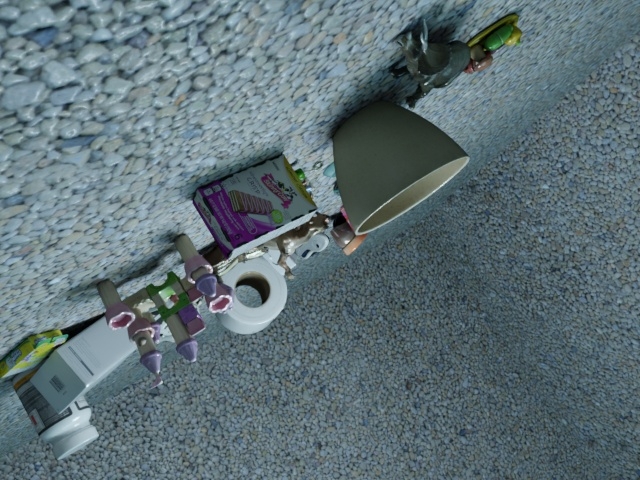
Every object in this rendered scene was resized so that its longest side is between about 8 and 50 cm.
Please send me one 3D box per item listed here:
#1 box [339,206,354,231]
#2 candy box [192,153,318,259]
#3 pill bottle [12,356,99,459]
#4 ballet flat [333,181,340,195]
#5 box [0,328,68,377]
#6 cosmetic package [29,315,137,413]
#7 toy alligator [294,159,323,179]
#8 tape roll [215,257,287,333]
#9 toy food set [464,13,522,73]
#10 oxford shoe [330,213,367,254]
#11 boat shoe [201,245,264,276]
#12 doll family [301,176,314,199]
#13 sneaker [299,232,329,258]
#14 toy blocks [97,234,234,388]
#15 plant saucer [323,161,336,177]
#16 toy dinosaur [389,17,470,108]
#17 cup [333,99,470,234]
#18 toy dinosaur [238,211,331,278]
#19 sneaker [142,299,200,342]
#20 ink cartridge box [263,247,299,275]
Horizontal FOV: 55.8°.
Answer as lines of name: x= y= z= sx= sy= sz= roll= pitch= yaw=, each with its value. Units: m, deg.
box: x=0.214 y=-0.145 z=2.288 sx=0.257 sy=0.128 sz=0.122 roll=-39 pitch=169 yaw=36
candy box: x=-0.144 y=-0.079 z=1.357 sx=0.233 sy=0.159 sz=0.071 roll=-28 pitch=171 yaw=-31
pill bottle: x=-0.798 y=0.505 z=1.833 sx=0.162 sy=0.278 sz=0.162 roll=-31 pitch=170 yaw=-6
ballet flat: x=0.109 y=-0.187 z=1.978 sx=0.188 sy=0.070 sz=0.070 roll=-20 pitch=165 yaw=-46
box: x=-0.759 y=0.293 z=1.598 sx=0.179 sy=0.043 sz=0.105 roll=-35 pitch=170 yaw=22
cosmetic package: x=-0.674 y=0.347 z=1.747 sx=0.224 sy=0.138 sz=0.224 roll=-40 pitch=180 yaw=37
toy alligator: x=-0.082 y=-0.154 z=1.522 sx=0.189 sy=0.056 sz=0.051 roll=-32 pitch=-147 yaw=-13
tape roll: x=-0.254 y=0.196 z=2.148 sx=0.246 sy=0.246 sz=0.169 roll=-28 pitch=169 yaw=-24
toy food set: x=0.410 y=-0.461 z=1.487 sx=0.218 sy=0.071 sz=0.128 roll=-33 pitch=171 yaw=1
oxford shoe: x=0.134 y=-0.074 z=2.466 sx=0.130 sy=0.133 sz=0.364 roll=-45 pitch=-176 yaw=25
boat shoe: x=-0.274 y=0.027 z=1.759 sx=0.257 sy=0.095 sz=0.095 roll=-28 pitch=135 yaw=-24
doll family: x=-0.075 y=-0.117 z=1.674 sx=0.111 sy=0.076 sz=0.193 roll=-27 pitch=165 yaw=-5
sneaker: x=0.000 y=0.000 z=2.521 sx=0.121 sy=0.079 sz=0.217 roll=-30 pitch=179 yaw=-35
toy blocks: x=-0.352 y=0.203 z=1.550 sx=0.288 sy=0.260 sz=0.309 roll=-32 pitch=149 yaw=-8
plant saucer: x=0.063 y=-0.216 z=1.757 sx=0.119 sy=0.021 sz=0.119 roll=-31 pitch=171 yaw=-6
toy dinosaur: x=0.257 y=-0.373 z=1.295 sx=0.313 sy=0.121 sz=0.160 roll=-17 pitch=176 yaw=-45
cup: x=0.164 y=-0.202 z=1.496 sx=0.331 sy=0.237 sz=0.331 roll=-31 pitch=171 yaw=-6
toy dinosaur: x=-0.132 y=-0.024 z=1.726 sx=0.295 sy=0.200 sz=0.127 roll=17 pitch=144 yaw=-17
sneaker: x=-0.544 y=0.284 z=1.959 sx=0.330 sy=0.146 sz=0.122 roll=-29 pitch=171 yaw=-15
ink cartridge box: x=-0.125 y=0.023 z=1.911 sx=0.063 sy=0.109 sz=0.150 roll=-36 pitch=-160 yaw=19
